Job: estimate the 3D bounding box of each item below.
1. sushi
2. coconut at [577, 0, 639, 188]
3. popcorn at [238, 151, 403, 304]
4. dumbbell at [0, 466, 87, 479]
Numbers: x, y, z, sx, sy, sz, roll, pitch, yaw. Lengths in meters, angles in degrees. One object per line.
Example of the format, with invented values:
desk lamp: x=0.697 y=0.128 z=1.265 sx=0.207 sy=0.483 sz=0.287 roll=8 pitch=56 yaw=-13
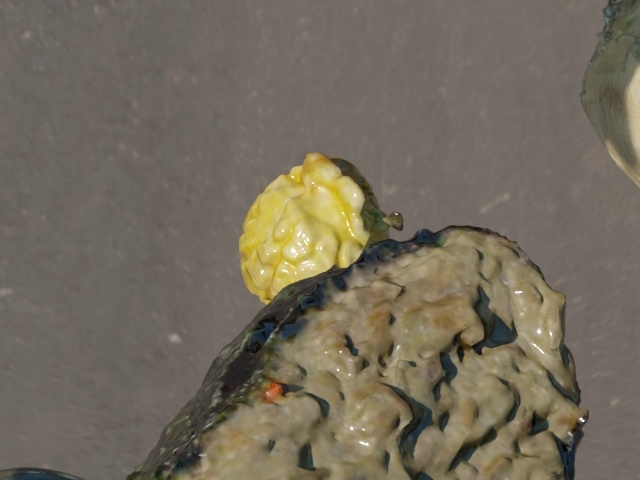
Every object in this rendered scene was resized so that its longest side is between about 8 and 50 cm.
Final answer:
sushi: x=0.009 y=0.145 z=0.835 sx=0.350 sy=0.171 sz=0.211 roll=-39 pitch=96 yaw=-28
coconut: x=0.385 y=-0.156 z=1.278 sx=0.297 sy=0.297 sz=0.254 roll=-38 pitch=95 yaw=-7
popcorn: x=0.000 y=0.000 z=1.376 sx=0.170 sy=0.180 sz=0.180 roll=-16 pitch=78 yaw=7
dumbbell: x=-0.237 y=0.302 z=1.127 sx=0.192 sy=0.192 sz=0.290 roll=10 pitch=34 yaw=3
